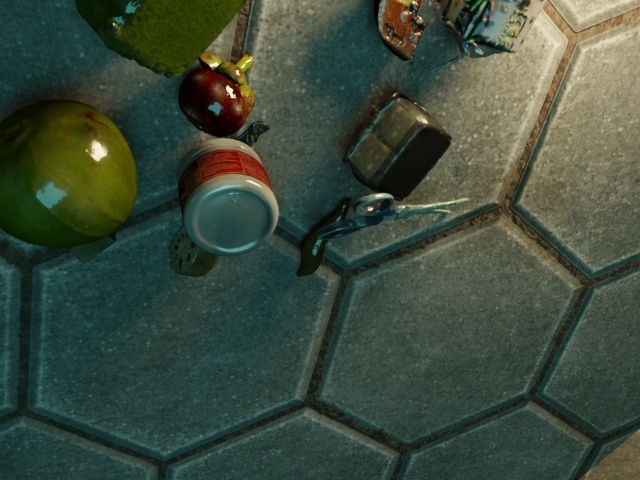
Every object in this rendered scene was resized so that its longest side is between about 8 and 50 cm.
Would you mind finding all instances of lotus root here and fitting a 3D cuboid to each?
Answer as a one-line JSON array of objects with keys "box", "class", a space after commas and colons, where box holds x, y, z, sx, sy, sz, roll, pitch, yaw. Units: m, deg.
[{"box": [-0.290, 0.028, 1.583, 0.081, 0.112, 0.122, 29, 109, -36], "class": "lotus root"}]

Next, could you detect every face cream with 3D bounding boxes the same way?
[{"box": [-0.204, -0.093, 1.478, 0.201, 0.187, 0.201, -9, 128, -11], "class": "face cream"}]

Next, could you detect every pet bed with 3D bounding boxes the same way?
[{"box": [0.162, -0.219, 1.548, 0.211, 0.159, 0.183, -52, 149, 18], "class": "pet bed"}]

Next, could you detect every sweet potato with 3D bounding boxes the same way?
[{"box": [0.000, -0.002, 1.687, 0.069, 0.059, 0.249, 11, 116, -45], "class": "sweet potato"}]

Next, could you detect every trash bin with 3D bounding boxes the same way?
[{"box": [-0.520, 0.001, 1.543, 0.092, 0.043, 0.061, -36, 124, 11], "class": "trash bin"}]

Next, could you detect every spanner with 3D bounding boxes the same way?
[{"box": [-0.210, -0.212, 1.518, 0.209, 0.012, 0.046, -24, 124, 0], "class": "spanner"}]

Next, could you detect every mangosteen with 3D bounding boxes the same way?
[{"box": [-0.201, -0.301, 1.383, 0.181, 0.145, 0.156, -42, 120, 11], "class": "mangosteen"}]

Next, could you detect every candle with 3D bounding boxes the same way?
[{"box": [0.354, -0.477, 1.419, 0.187, 0.187, 0.330, 16, 117, -25], "class": "candle"}]

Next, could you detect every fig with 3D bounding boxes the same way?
[{"box": [-0.494, -0.115, 1.336, 0.316, 0.316, 0.316, -8, 123, -12], "class": "fig"}]

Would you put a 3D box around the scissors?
[{"box": [0.193, -0.067, 1.632, 0.384, 0.029, 0.256, -8, 164, -33], "class": "scissors"}]

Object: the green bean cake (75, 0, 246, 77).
[{"box": [-0.280, -0.443, 1.214, 0.250, 0.156, 0.247, -44, 162, 14], "class": "green bean cake"}]

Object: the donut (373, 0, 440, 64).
[{"box": [0.180, -0.501, 1.409, 0.141, 0.085, 0.217, 22, 112, -27], "class": "donut"}]
